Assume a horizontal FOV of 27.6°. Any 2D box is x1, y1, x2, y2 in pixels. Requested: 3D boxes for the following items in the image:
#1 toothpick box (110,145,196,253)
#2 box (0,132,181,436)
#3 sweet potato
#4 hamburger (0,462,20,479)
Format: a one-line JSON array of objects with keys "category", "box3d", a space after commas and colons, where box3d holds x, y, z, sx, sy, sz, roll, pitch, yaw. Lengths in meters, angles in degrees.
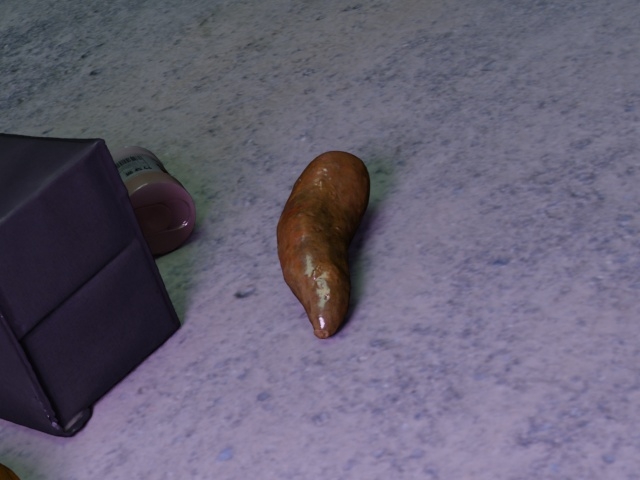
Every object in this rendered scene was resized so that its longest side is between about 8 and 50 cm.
[{"category": "toothpick box", "box3d": [-0.226, -0.053, 1.653, 0.098, 0.098, 0.149, -26, 29, -12]}, {"category": "box", "box3d": [-0.363, 0.032, 1.431, 0.345, 0.251, 0.204, 9, 39, 40]}, {"category": "sweet potato", "box3d": [-0.002, 0.001, 1.445, 0.097, 0.097, 0.291, -9, 39, 18]}, {"category": "hamburger", "box3d": [-0.369, 0.264, 1.152, 0.237, 0.147, 0.237, -4, 31, 2]}]
